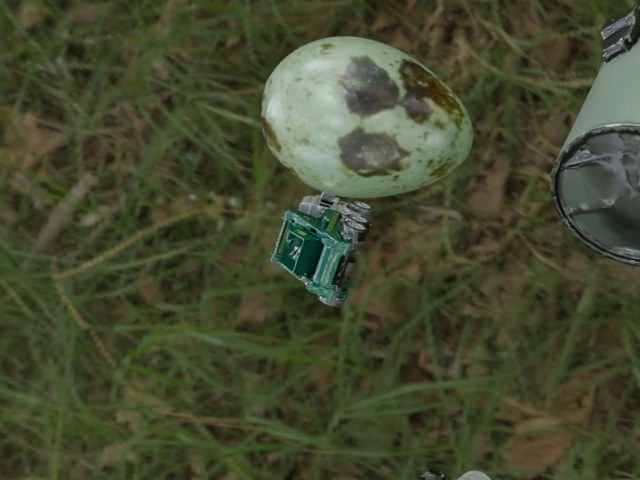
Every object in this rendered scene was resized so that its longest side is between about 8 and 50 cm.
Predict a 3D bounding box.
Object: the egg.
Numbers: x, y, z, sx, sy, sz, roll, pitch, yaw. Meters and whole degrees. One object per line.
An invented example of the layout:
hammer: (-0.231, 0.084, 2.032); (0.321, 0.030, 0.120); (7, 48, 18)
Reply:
egg: (0.048, -0.126, 1.491); (0.231, 0.169, 0.169); (14, 87, 12)

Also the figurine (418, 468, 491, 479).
figurine: (0.196, 0.409, 2.005); (0.192, 0.147, 0.126); (62, 155, -9)

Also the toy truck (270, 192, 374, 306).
toy truck: (0.000, 0.000, 1.902); (0.116, 0.216, 0.110); (19, 107, 0)

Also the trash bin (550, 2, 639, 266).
trash bin: (0.436, -0.130, 1.826); (0.277, 0.262, 0.217); (46, 135, -13)
